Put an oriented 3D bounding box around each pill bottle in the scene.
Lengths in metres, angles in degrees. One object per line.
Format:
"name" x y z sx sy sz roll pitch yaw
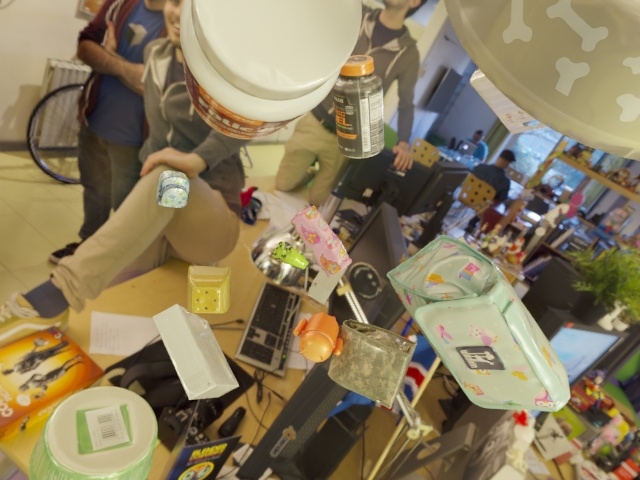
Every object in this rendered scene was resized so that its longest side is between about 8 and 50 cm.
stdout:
"pill bottle" -0.093 -0.281 0.663 0.224 0.223 0.392 21 1 -17
"pill bottle" 0.101 -0.355 1.169 0.131 0.245 0.130 -5 36 4

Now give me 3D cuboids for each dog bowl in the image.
"dog bowl" 0.287 -0.241 0.367 0.349 0.348 0.102 32 -18 6

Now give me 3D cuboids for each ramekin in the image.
"ramekin" -0.588 0.538 1.171 0.304 0.148 0.303 22 27 -12

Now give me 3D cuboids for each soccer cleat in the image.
"soccer cleat" -0.086 0.045 1.221 0.072 0.060 0.179 39 -5 -20

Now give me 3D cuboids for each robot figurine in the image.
"robot figurine" -0.007 0.356 1.622 0.158 0.128 0.219 59 26 -16

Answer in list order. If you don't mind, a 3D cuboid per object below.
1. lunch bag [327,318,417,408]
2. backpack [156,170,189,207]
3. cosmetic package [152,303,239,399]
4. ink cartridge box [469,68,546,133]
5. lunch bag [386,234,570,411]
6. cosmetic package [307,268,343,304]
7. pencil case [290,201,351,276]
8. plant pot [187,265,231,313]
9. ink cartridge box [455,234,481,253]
"lunch bag" 0.183 0.451 1.667 0.287 0.235 0.169 20 14 20
"backpack" -0.491 -0.169 1.479 0.105 0.114 0.084 2 34 -30
"cosmetic package" -0.413 0.389 1.505 0.284 0.098 0.377 61 -8 17
"ink cartridge box" 0.550 -0.400 1.215 0.225 0.056 0.181 36 -13 -23
"lunch bag" 0.244 0.129 0.692 0.223 0.160 0.262 56 -3 -14
"cosmetic package" 0.042 0.177 2.130 0.107 0.127 0.238 28 50 6
"pencil case" 0.000 0.000 1.692 0.284 0.124 0.124 54 25 -3
"plant pot" -0.209 0.098 0.819 0.081 0.081 0.083 2 13 -10
"ink cartridge box" 0.378 0.123 1.215 0.045 0.206 0.208 -5 63 -37
